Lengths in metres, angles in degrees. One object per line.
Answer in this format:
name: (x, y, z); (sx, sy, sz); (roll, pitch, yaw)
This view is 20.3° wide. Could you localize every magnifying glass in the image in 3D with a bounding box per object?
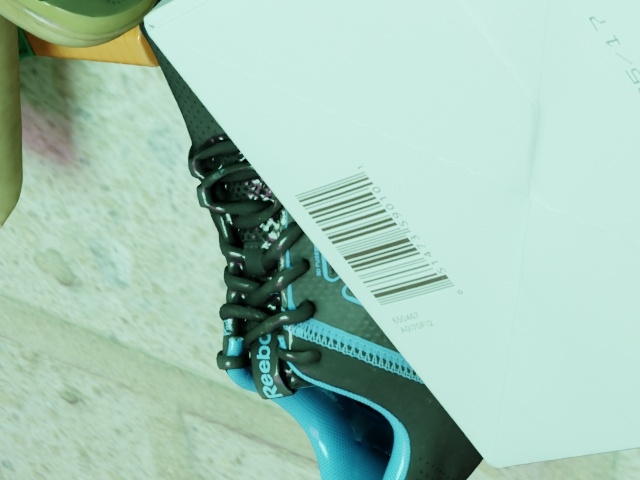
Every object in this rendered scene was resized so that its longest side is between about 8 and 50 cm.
magnifying glass: (-0.181, -0.121, 1.030); (0.231, 0.026, 0.092); (8, 134, 35)

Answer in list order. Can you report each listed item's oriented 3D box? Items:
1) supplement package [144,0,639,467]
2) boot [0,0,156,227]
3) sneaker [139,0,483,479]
supplement package: (0.127, -0.094, 0.584); (0.198, 0.262, 0.199); (-18, 116, 50)
boot: (-0.173, -0.101, 0.941); (0.236, 0.089, 0.269); (48, 148, 27)
sneaker: (0.000, 0.000, 0.904); (0.125, 0.139, 0.341); (-5, 124, 48)
